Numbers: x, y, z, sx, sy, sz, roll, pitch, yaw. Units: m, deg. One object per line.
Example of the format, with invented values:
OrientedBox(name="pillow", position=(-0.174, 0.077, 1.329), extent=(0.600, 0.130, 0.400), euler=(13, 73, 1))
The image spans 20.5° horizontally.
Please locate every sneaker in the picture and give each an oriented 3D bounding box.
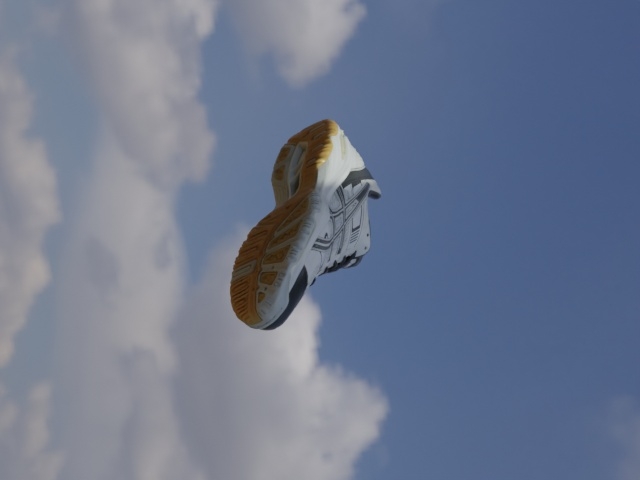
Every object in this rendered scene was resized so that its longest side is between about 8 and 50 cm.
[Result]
OrientedBox(name="sneaker", position=(0.000, 0.000, 0.541), extent=(0.037, 0.032, 0.083), euler=(48, 43, -26))
